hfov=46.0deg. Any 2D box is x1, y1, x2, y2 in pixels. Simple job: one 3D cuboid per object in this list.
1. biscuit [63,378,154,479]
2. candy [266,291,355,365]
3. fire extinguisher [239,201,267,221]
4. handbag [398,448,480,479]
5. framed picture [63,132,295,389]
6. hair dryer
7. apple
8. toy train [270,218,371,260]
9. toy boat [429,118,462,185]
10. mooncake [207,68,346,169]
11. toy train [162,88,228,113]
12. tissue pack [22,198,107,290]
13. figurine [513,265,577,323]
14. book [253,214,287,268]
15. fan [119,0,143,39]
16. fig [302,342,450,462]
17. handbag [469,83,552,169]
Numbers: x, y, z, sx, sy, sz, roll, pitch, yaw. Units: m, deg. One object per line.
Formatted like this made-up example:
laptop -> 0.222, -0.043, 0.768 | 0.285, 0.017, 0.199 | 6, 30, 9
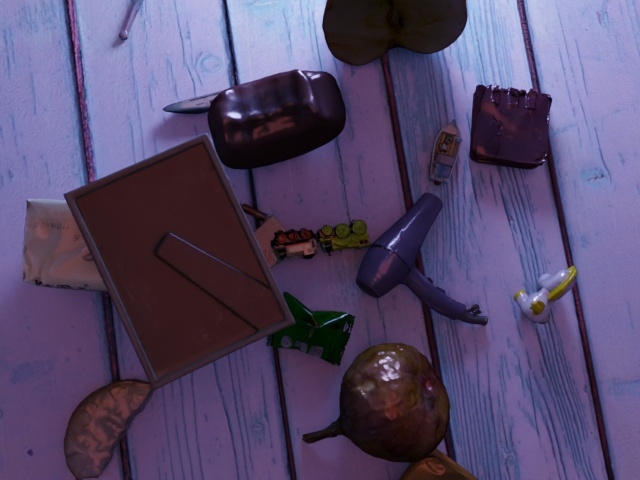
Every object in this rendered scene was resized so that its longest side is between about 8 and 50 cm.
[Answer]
biscuit -> -0.530, 0.440, 1.813 | 0.141, 0.038, 0.289 | 32, 81, 1
candy -> -0.026, 0.218, 1.863 | 0.203, 0.078, 0.141 | 15, 81, 3
fire extinguisher -> -0.178, -0.073, 1.917 | 0.083, 0.022, 0.028 | 25, 112, 0
handbag -> 0.329, 0.711, 1.802 | 0.401, 0.133, 0.283 | 36, 86, 1
framed picture -> -0.289, 0.040, 1.562 | 0.326, 0.028, 0.446 | -24, 89, -6
hair dryer -> 0.293, 0.087, 1.908 | 0.361, 0.121, 0.301 | 41, 73, -8
apple -> 0.177, -0.575, 1.841 | 0.295, 0.365, 0.329 | 41, 85, 21
toy train -> 0.000, 0.000, 1.894 | 0.250, 0.053, 0.085 | -8, 83, -11
toy boat -> 0.325, -0.230, 1.956 | 0.069, 0.059, 0.173 | 16, 82, -2
mooncake -> -0.119, -0.295, 1.810 | 0.326, 0.334, 0.174 | -20, 81, 34
toy train -> -0.277, -0.351, 1.932 | 0.252, 0.055, 0.048 | -16, 93, -6
tissue pack -> -0.432, 0.017, 1.731 | 0.405, 0.332, 0.205 | 3, 86, -4
figurine -> 0.577, 0.131, 1.891 | 0.178, 0.129, 0.109 | -41, 84, -8
book -> -0.136, 0.017, 1.909 | 0.135, 0.017, 0.103 | -43, 87, -9
fan -> -0.463, -0.649, 1.972 | 0.057, 0.023, 0.282 | 19, 81, -10
fig -> 0.110, 0.405, 1.802 | 0.369, 0.286, 0.286 | -23, 84, 25
handbag -> 0.494, -0.299, 1.972 | 0.203, 0.074, 0.216 | 6, 80, -4
